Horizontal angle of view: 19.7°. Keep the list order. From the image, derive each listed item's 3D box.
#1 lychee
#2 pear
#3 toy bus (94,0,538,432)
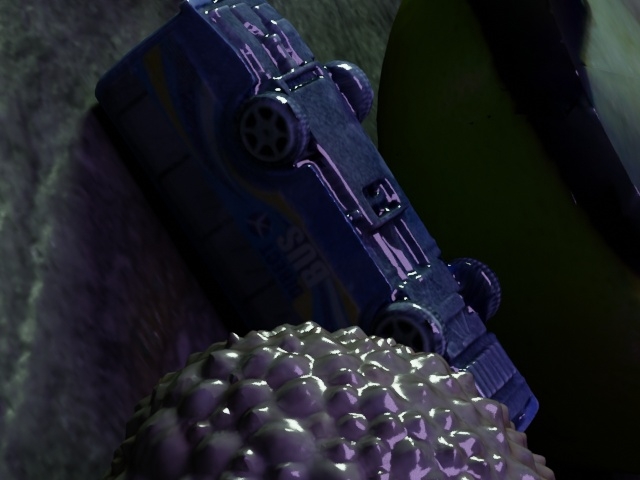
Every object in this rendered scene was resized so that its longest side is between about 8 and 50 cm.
[{"bbox_3d":[0.010,0.121,0.632,0.197,0.165,0.165,66,26,-1],"label":"lychee"},{"bbox_3d":[0.153,-0.024,1.032,0.399,0.165,0.398,41,31,-32],"label":"pear"},{"bbox_3d":[0.000,0.000,0.820,0.236,0.094,0.079,57,32,0],"label":"toy bus"}]
